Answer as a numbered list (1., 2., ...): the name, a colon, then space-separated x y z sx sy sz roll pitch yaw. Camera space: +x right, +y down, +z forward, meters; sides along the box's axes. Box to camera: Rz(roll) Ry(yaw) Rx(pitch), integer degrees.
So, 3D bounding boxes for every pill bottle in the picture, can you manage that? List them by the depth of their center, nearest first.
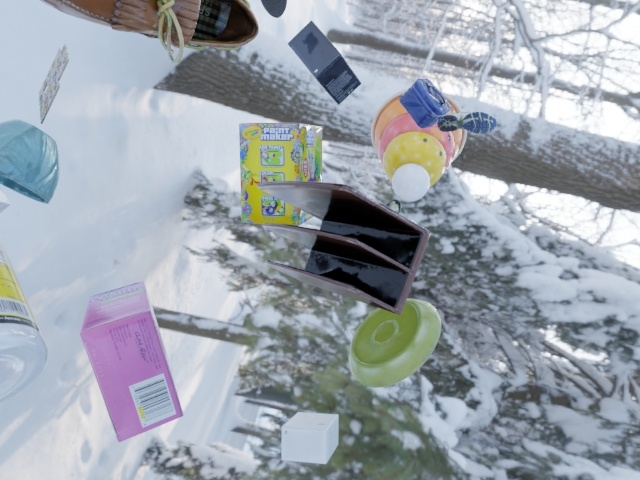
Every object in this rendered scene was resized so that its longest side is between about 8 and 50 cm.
1. pill bottle: -0.592 0.096 0.744 0.188 0.334 0.188 -32 151 -20

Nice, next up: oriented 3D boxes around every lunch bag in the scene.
1. lunch bag: 0.219 -0.281 0.947 0.067 0.098 0.065 -26 167 -45

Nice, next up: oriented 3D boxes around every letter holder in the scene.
1. letter holder: 0.000 0.000 0.839 0.302 0.214 0.152 11 -104 55

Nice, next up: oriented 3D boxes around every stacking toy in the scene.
1. stacking toy: 0.327 -0.278 1.574 0.480 0.350 0.350 -73 175 -50

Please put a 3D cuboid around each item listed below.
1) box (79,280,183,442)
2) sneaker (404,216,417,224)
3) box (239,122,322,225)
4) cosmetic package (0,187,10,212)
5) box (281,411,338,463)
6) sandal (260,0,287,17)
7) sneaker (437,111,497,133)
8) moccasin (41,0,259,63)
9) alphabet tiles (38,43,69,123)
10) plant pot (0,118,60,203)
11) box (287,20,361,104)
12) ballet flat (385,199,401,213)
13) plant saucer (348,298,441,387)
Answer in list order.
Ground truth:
1. box: -0.365 0.218 0.898 0.243 0.117 0.213 17 -59 65
2. sneaker: 0.134 -0.039 1.169 0.086 0.237 0.085 -69 174 -70
3. box: -0.109 -0.206 1.385 0.290 0.177 0.279 -44 136 -72
4. cosmetic package: -0.931 -0.159 1.224 0.099 0.239 0.060 -40 165 0
5. box: -0.027 0.559 1.321 0.170 0.130 0.091 25 65 -75
6. sandal: -0.139 -0.647 1.164 0.179 0.067 0.040 60 0 -6
7. sneaker: 0.352 -0.288 1.104 0.058 0.135 0.052 -48 142 -54
8. moccasin: -0.212 -0.328 0.631 0.139 0.147 0.380 -65 165 17
9. alphabet tiles: -0.907 -0.542 1.568 0.237 0.009 0.198 -48 -131 24
10. plant pot: -0.979 -0.276 1.504 0.290 0.290 0.195 99 14 -74
11. box: 0.014 -0.487 1.275 0.093 0.156 0.158 -40 155 14
12. ballet flat: 0.208 -0.078 1.519 0.188 0.070 0.070 -47 158 -38
13. plant saucer: 0.153 0.214 1.032 0.241 0.037 0.241 -33 -156 17
